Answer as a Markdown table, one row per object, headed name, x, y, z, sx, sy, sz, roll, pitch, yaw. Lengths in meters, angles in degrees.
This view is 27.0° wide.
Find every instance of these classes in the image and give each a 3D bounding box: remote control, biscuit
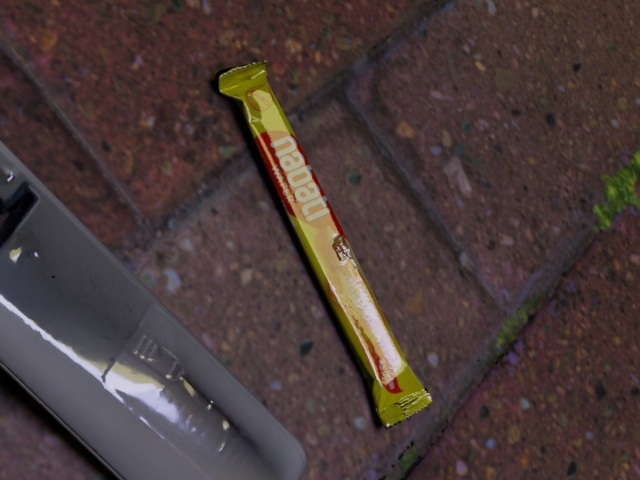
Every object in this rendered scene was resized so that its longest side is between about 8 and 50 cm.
| name | x | y | z | sx | sy | sz | roll | pitch | yaw |
| --- | --- | --- | --- | --- | --- | --- | --- | --- | --- |
| remote control | -0.120 | 0.069 | 0.815 | 0.313 | 0.055 | 0.109 | 48 | 45 | -20 |
| biscuit | 0.000 | 0.000 | 0.990 | 0.048 | 0.026 | 0.292 | -24 | 85 | -25 |
